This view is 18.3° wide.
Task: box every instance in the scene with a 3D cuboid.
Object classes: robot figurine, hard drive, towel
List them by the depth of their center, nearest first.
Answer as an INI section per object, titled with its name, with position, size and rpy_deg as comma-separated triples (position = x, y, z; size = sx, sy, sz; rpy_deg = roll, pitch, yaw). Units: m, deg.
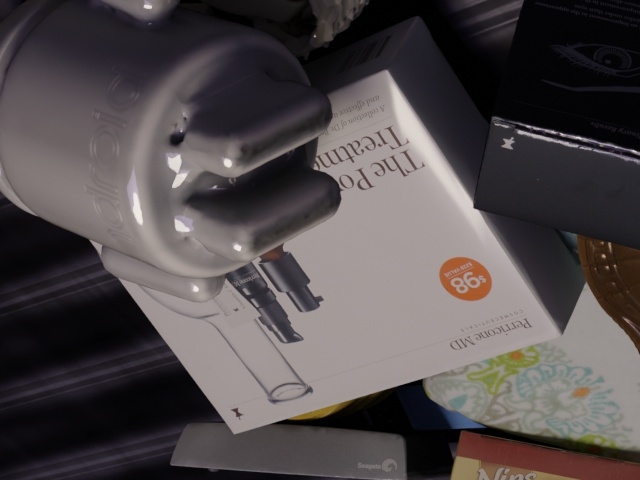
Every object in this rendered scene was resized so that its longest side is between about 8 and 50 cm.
[robot figurine]
position = -0.144, -0.093, 1.581
size = 0.353, 0.200, 0.300
rpy_deg = 20, 124, 42
[towel]
position = 0.296, 0.091, 1.834
size = 0.374, 0.090, 0.320
rpy_deg = 16, 136, 5
[hard drive]
position = -0.005, 0.213, 2.021
size = 0.255, 0.054, 0.172
rpy_deg = 1, 176, 23

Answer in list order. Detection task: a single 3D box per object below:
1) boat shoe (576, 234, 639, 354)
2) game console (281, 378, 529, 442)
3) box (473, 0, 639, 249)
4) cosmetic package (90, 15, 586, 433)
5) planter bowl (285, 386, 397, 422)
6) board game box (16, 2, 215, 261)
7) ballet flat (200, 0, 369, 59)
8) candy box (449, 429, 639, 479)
[boat shoe]
position = 0.298, 0.039, 1.676
size = 0.105, 0.089, 0.285
rpy_deg = -7, 121, 35
[game console]
position = 0.061, 0.162, 2.073
size = 0.361, 0.044, 0.213
rpy_deg = -6, 135, 28
[box]
position = 0.216, -0.111, 1.553
size = 0.153, 0.207, 0.108
rpy_deg = 15, 141, 6
[cosmetic package]
position = 0.000, 0.000, 1.748
size = 0.377, 0.097, 0.284
rpy_deg = -20, 116, 36
[planter bowl]
position = -0.023, 0.112, 1.968
size = 0.217, 0.090, 0.217
rpy_deg = 7, 123, 11
[board game box]
position = -0.157, -0.091, 1.860
size = 0.193, 0.053, 0.305
rpy_deg = 2, 138, 20
[ballet flat]
position = -0.128, -0.285, 1.561
size = 0.409, 0.147, 0.147
rpy_deg = 33, 140, -14
[candy box]
position = 0.238, 0.288, 2.027
size = 0.183, 0.087, 0.316
rpy_deg = 9, 162, 14
